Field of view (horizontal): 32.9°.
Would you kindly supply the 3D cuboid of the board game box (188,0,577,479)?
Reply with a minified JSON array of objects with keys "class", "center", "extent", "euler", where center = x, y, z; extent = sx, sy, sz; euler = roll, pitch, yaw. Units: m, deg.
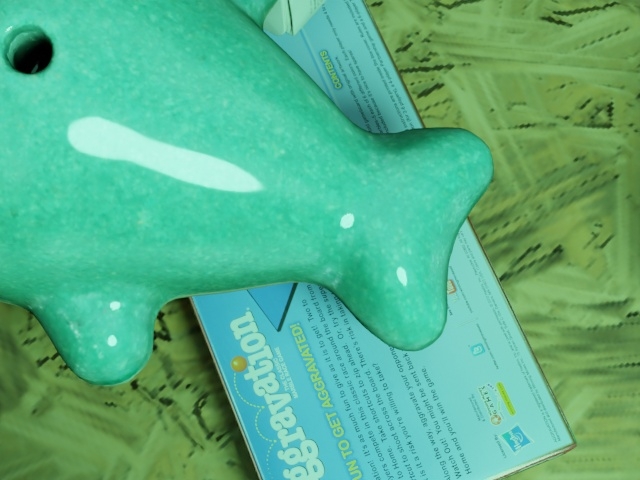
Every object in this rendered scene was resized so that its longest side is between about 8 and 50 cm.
[{"class":"board game box","center":[0.000,0.000,0.541],"extent":[0.145,0.027,0.281],"euler":[-20,72,-10]}]

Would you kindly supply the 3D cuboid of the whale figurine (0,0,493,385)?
[{"class":"whale figurine","center":[-0.061,-0.042,0.461],"extent":[0.272,0.141,0.216],"euler":[20,80,3]}]

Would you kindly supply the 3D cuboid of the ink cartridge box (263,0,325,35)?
[{"class":"ink cartridge box","center":[-0.019,-0.184,0.571],"extent":[0.099,0.056,0.135],"euler":[28,62,20]}]
